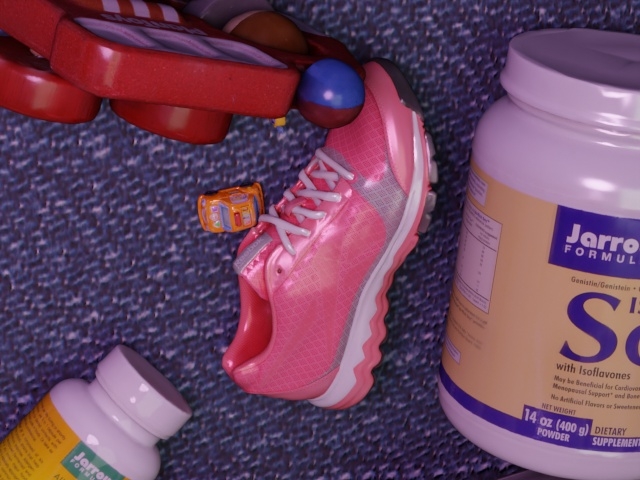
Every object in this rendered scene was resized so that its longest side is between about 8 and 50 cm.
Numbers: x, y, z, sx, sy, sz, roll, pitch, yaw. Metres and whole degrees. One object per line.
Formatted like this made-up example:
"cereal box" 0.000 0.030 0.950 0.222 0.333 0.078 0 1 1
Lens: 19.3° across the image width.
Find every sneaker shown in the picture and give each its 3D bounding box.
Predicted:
"sneaker" 0.000 0.001 1.563 0.136 0.116 0.314 3 111 -29

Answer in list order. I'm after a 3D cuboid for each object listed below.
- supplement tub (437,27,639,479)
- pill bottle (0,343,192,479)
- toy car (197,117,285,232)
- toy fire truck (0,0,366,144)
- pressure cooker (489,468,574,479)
"supplement tub" 0.234 0.008 1.581 0.241 0.241 0.331 0 112 -18
"pill bottle" -0.209 0.191 1.583 0.208 0.117 0.117 -46 117 4
"toy car" -0.065 -0.059 1.571 0.060 0.040 0.122 4 110 -19
"toy fire truck" -0.098 -0.142 1.390 0.302 0.254 0.169 6 110 -40
"pressure cooker" 0.206 0.379 1.651 0.420 0.375 0.370 -14 126 -17
